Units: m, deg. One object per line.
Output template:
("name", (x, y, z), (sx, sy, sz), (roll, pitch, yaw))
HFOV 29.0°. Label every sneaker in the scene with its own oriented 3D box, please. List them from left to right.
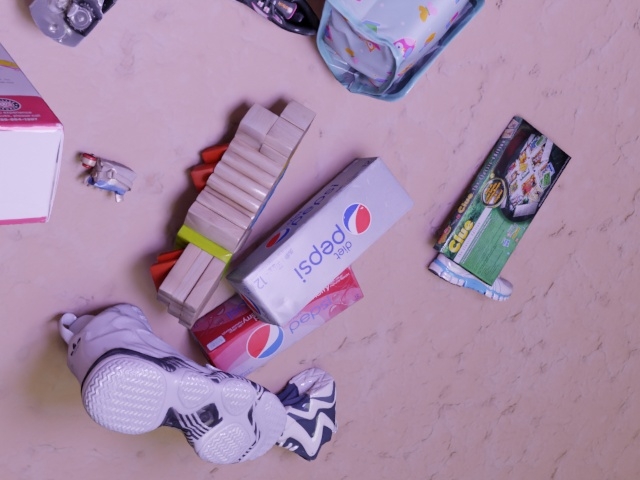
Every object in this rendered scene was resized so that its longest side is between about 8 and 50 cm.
("sneaker", (-0.218, 0.200, 1.812), (0.366, 0.210, 0.137), (23, 104, -42))
("sneaker", (-0.065, -0.329, 1.659), (0.178, 0.077, 0.072), (20, 106, -40))
("sneaker", (-0.066, 0.330, 2.076), (0.235, 0.094, 0.153), (-31, 124, -26))
("sneaker", (0.277, 0.047, 2.140), (0.190, 0.071, 0.083), (20, 101, -41))

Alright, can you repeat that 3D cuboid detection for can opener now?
("can opener", (-0.241, -0.353, 1.502), (0.076, 0.095, 0.283), (41, 103, -16))

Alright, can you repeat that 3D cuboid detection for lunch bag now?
("lunch bag", (0.113, -0.317, 1.687), (0.223, 0.160, 0.262), (-50, 174, -11))

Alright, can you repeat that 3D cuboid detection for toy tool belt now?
("toy tool belt", (-0.295, -0.083, 1.685), (0.083, 0.052, 0.051), (18, 99, -39))

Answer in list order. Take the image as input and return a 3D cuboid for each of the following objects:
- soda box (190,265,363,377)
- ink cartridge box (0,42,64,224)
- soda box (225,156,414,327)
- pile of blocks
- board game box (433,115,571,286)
("soda box", (-0.068, 0.111, 1.940), (0.263, 0.083, 0.092), (-34, 132, -10))
("ink cartridge box", (-0.445, -0.139, 1.374), (0.226, 0.306, 0.131), (-5, 122, -31))
("soda box", (0.000, 0.000, 1.858), (0.286, 0.091, 0.098), (-43, 106, -16))
("pile of blocks", (-0.145, -0.053, 1.787), (0.112, 0.149, 0.362), (31, 90, 1))
("board game box", (0.305, -0.064, 2.070), (0.136, 0.030, 0.260), (33, 88, -35))
